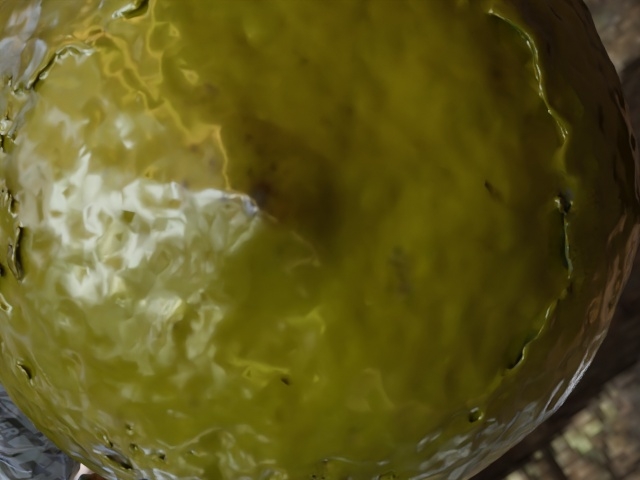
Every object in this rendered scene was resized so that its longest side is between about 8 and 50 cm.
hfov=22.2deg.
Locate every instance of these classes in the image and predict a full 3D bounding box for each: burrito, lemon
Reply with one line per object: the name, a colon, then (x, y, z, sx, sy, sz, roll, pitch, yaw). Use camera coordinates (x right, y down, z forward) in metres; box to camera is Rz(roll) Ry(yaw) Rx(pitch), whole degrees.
burrito: (-0.346, 0.209, 1.946, 0.101, 0.139, 0.445, 44, 154, 26)
lemon: (-0.016, -0.026, 0.833, 0.350, 0.350, 0.387, 52, 180, -2)

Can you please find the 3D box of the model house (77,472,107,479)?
model house: (-0.185, 0.319, 1.664, 0.184, 0.291, 0.253, 57, 164, 17)
